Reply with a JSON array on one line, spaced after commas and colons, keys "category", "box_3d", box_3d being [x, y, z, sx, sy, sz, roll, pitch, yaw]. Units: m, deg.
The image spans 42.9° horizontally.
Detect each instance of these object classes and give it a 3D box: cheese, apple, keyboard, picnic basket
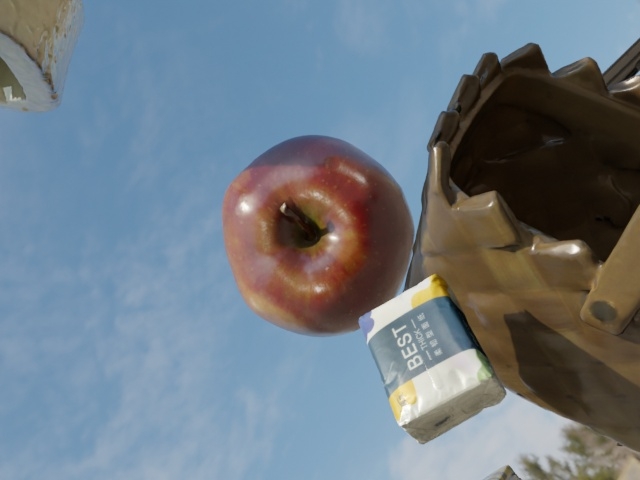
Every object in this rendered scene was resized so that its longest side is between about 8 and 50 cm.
[{"category": "cheese", "box_3d": [-0.472, -0.298, 1.064, 0.332, 0.292, 0.153, 83, -162, -72]}, {"category": "apple", "box_3d": [0.000, 0.000, 1.192, 0.288, 0.288, 0.317, -60, -9, -6]}, {"category": "keyboard", "box_3d": [0.328, -0.174, 0.949, 0.198, 0.010, 0.064, -44, -31, -6]}, {"category": "picnic basket", "box_3d": [0.223, -0.038, 0.556, 0.254, 0.291, 0.321, -53, -17, -48]}]

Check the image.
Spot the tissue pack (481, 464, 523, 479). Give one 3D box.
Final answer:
[{"category": "tissue pack", "box_3d": [0.099, 0.244, 0.606, 0.109, 0.060, 0.148, -48, -12, 32]}]

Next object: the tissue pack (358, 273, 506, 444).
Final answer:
[{"category": "tissue pack", "box_3d": [0.065, 0.069, 0.484, 0.062, 0.083, 0.042, -30, -44, 10]}]
